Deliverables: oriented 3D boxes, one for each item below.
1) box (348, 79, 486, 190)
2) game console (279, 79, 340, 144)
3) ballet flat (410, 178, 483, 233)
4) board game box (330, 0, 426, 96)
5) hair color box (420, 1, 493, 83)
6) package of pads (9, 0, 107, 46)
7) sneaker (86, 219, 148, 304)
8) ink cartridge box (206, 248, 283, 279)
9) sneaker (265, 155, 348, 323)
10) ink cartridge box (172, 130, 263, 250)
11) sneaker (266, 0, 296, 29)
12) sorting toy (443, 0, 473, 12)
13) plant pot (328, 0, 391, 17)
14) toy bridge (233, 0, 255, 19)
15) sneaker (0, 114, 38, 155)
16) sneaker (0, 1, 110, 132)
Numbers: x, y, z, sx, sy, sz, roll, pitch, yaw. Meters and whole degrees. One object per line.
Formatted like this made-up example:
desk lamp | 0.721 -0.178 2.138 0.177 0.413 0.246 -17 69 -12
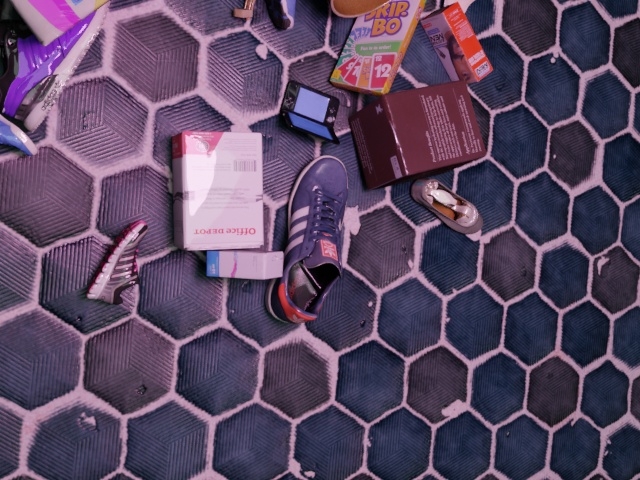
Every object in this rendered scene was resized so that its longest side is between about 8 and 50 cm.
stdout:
box | 0.198 -0.216 1.566 0.203 0.167 0.168 -14 89 -24
game console | -0.012 -0.258 1.529 0.122 0.071 0.107 18 85 -26
ballet flat | 0.294 -0.072 1.685 0.213 0.068 0.072 28 79 -24
board game box | 0.125 -0.425 1.563 0.259 0.124 0.039 -66 153 -10
hair color box | 0.296 -0.425 1.656 0.053 0.093 0.167 -39 107 -18
package of pads | -0.379 -0.480 1.165 0.296 0.101 0.229 -34 112 4
sneaker | -0.355 0.045 1.386 0.075 0.063 0.170 33 84 -23
ink cartridge box | -0.142 0.044 1.439 0.088 0.122 0.052 -4 95 -69
sneaker | 0.000 0.000 1.504 0.131 0.148 0.350 15 86 -25
ink cartridge box | -0.195 -0.093 1.438 0.158 0.092 0.218 -2 91 -25
sneaker | -0.066 -0.521 1.485 0.081 0.080 0.211 -8 97 -25
sorting toy | 0.304 -0.541 1.685 0.083 0.045 0.075 17 93 -26
plant pot | 0.060 -0.609 1.464 0.237 0.237 0.254 -26 78 -22
toy bridge | -0.134 -0.519 1.455 0.063 0.026 0.188 -26 128 -52
sneaker | -0.561 -0.176 1.279 0.152 0.058 0.084 43 77 -24
sneaker | -0.473 -0.344 1.288 0.146 0.102 0.293 32 79 -23
